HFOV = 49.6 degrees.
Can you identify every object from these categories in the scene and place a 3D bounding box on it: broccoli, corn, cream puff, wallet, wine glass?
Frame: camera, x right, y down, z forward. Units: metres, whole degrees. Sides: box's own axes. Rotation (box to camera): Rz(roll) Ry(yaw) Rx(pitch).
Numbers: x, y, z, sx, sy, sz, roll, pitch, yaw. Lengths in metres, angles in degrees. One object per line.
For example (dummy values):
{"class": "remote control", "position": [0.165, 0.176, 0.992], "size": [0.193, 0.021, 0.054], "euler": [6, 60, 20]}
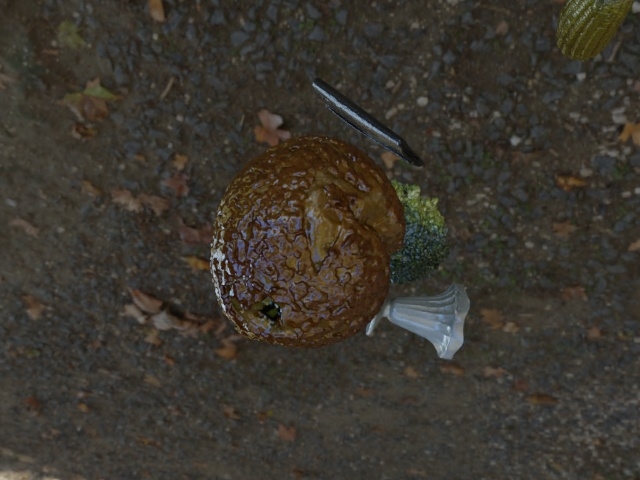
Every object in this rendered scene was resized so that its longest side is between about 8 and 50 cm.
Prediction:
{"class": "broccoli", "position": [0.165, -0.034, 1.598], "size": [0.246, 0.244, 0.263], "euler": [-25, 139, 25]}
{"class": "corn", "position": [0.573, -0.477, 1.455], "size": [0.131, 0.131, 0.344], "euler": [3, 177, 11]}
{"class": "cream puff", "position": [0.000, 0.000, 0.947], "size": [0.212, 0.303, 0.303], "euler": [-7, 144, 42]}
{"class": "wallet", "position": [0.115, -0.291, 1.743], "size": [0.321, 0.044, 0.170], "euler": [42, -176, 28]}
{"class": "wine glass", "position": [0.204, 0.153, 1.462], "size": [0.196, 0.165, 0.165], "euler": [14, 147, -2]}
